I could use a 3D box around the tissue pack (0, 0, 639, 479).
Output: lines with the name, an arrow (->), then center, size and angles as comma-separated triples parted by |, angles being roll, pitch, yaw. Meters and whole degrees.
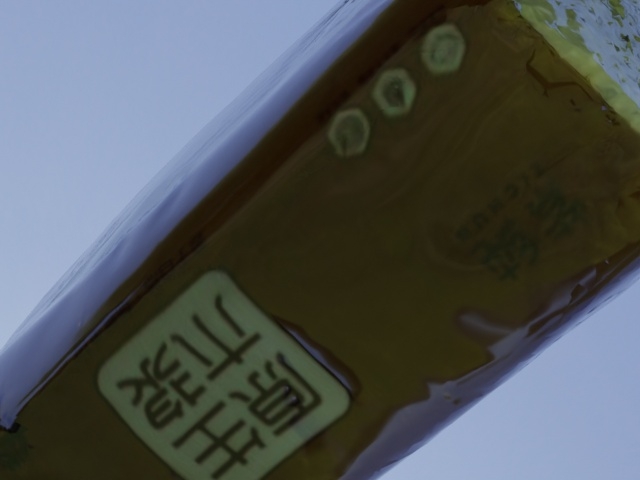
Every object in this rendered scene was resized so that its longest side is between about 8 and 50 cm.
tissue pack -> 0.000, 0.000, 0.435 | 0.226, 0.183, 0.092 | -39, -79, 24
